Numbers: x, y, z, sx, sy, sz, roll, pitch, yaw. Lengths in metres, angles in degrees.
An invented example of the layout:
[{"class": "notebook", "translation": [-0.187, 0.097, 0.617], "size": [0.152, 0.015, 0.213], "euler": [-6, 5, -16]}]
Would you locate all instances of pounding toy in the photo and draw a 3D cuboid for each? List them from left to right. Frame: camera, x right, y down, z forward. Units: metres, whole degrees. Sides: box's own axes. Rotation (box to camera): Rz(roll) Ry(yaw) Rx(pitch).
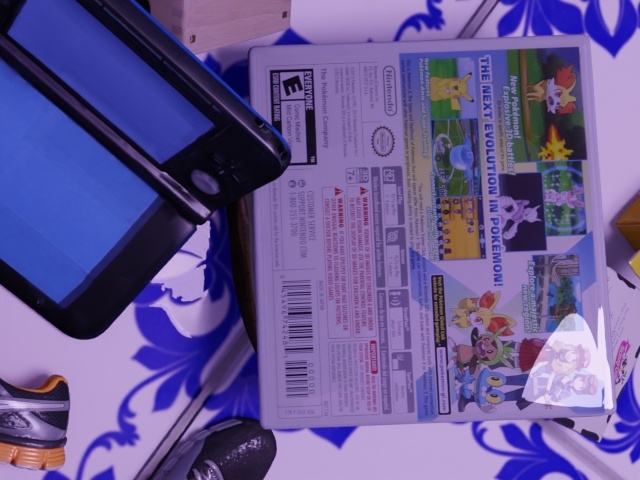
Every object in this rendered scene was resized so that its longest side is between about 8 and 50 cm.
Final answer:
[{"class": "pounding toy", "translation": [-0.107, -0.233, 0.837], "size": [0.206, 0.181, 0.094], "euler": [-28, 132, -45]}]

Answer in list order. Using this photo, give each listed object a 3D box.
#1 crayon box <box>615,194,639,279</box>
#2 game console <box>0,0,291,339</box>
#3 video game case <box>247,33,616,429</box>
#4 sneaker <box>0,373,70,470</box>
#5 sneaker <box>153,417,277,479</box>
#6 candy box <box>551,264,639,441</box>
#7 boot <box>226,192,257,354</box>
[{"class": "crayon box", "translation": [0.458, -0.018, 1.041], "size": [0.318, 0.081, 0.202], "euler": [-44, 105, -13]}, {"class": "game console", "translation": [-0.215, -0.076, 0.771], "size": [0.293, 0.250, 0.173], "euler": [41, 64, -16]}, {"class": "video game case", "translation": [0.092, -0.010, 0.836], "size": [0.299, 0.036, 0.329], "euler": [-2, 84, -1]}, {"class": "sneaker", "translation": [-0.314, 0.133, 0.819], "size": [0.214, 0.084, 0.083], "euler": [19, 78, -23]}, {"class": "sneaker", "translation": [-0.121, 0.251, 0.854], "size": [0.228, 0.132, 0.086], "euler": [-36, 103, -12]}, {"class": "candy box", "translation": [0.218, 0.084, 0.946], "size": [0.233, 0.071, 0.159], "euler": [30, 84, -37]}, {"class": "boot", "translation": [0.000, 0.000, 0.905], "size": [0.165, 0.077, 0.213], "euler": [-6, 91, -18]}]
